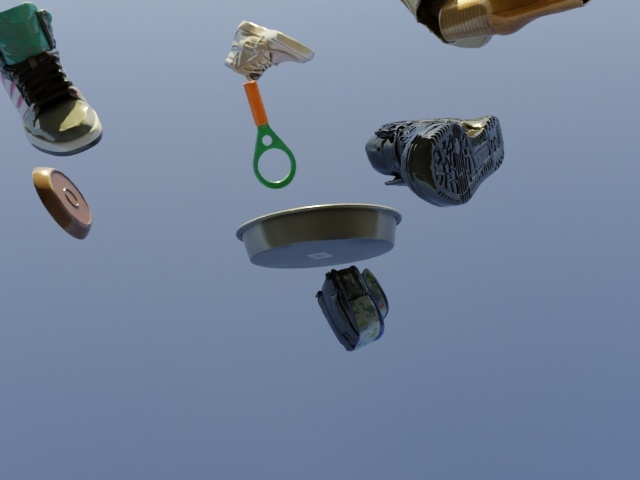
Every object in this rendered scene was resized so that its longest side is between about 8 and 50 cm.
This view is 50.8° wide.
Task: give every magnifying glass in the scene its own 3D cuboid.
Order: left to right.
[{"bbox_3d":[-0.116,-0.221,1.425,0.092,0.026,0.231,-19,-75,-10],"label":"magnifying glass"}]

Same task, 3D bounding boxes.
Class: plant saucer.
[{"bbox_3d":[-0.510,-0.080,1.354,0.029,0.168,0.168,-31,-108,4],"label":"plant saucer"}]

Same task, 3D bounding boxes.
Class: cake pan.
[{"bbox_3d":[0.000,0.000,1.179,0.293,0.293,0.054,-5,-102,-3],"label":"cake pan"}]

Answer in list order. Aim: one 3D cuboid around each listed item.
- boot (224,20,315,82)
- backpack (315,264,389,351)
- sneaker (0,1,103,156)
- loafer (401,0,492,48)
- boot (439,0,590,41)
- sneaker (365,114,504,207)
[{"bbox_3d":[-0.120,-0.408,1.526,0.258,0.095,0.123,33,-80,45],"label":"boot"},{"bbox_3d":[0.057,0.105,1.045,0.084,0.105,0.114,-17,-114,-21],"label":"backpack"},{"bbox_3d":[-0.434,-0.262,1.029,0.124,0.178,0.295,-31,-131,-21],"label":"sneaker"},{"bbox_3d":[0.186,-0.433,1.164,0.268,0.102,0.092,45,-136,13],"label":"loafer"},{"bbox_3d":[0.301,-0.384,0.937,0.211,0.104,0.295,-4,-134,37],"label":"boot"},{"bbox_3d":[0.066,-0.055,0.452,0.089,0.170,0.051,-2,-76,32],"label":"sneaker"}]
